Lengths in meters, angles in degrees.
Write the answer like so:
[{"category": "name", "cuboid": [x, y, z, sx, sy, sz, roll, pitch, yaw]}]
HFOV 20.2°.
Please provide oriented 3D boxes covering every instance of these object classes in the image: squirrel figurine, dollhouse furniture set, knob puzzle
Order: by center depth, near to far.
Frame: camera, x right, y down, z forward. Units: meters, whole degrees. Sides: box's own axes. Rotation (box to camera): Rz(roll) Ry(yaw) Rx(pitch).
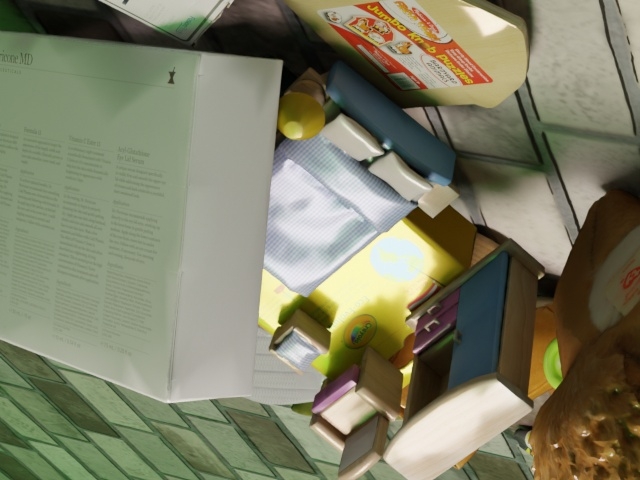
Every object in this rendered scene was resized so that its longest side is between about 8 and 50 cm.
[{"category": "knob puzzle", "cuboid": [0.090, -0.171, 1.452, 0.213, 0.030, 0.213, 19, 158, 8]}, {"category": "squirrel figurine", "cuboid": [0.381, 0.162, 1.482, 0.370, 0.397, 0.281, 37, 150, -14]}, {"category": "dollhouse furniture set", "cuboid": [0.002, 0.052, 1.548, 0.303, 0.198, 0.286, 40, 122, -17]}]

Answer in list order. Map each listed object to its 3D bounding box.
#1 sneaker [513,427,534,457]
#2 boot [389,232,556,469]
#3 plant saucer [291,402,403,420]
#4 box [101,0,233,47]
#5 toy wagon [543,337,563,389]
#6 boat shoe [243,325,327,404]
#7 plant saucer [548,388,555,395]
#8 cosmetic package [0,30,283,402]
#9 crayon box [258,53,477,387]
[{"category": "sneaker", "cuboid": [0.277, 0.264, 2.315, 0.035, 0.031, 0.083, 21, 159, 40]}, {"category": "boot", "cuboid": [0.197, 0.145, 1.837, 0.295, 0.211, 0.104, 33, 172, -21]}, {"category": "plant saucer", "cuboid": [0.084, 0.181, 2.151, 0.241, 0.037, 0.241, -1, -176, 0]}, {"category": "box", "cuboid": [-0.186, -0.274, 1.379, 0.290, 0.087, 0.169, 26, 158, -12]}, {"category": "toy wagon", "cuboid": [0.373, 0.179, 1.690, 0.267, 0.068, 0.344, 4, -144, -45]}, {"category": "boat shoe", "cuboid": [-0.003, 0.118, 2.089, 0.335, 0.119, 0.121, 6, 124, 29]}, {"category": "plant saucer", "cuboid": [0.337, 0.172, 2.027, 0.200, 0.037, 0.200, 18, 159, 7]}, {"category": "cosmetic package", "cuboid": [-0.190, -0.035, 1.585, 0.097, 0.284, 0.377, -2, -170, -38]}, {"category": "crayon box", "cuboid": [0.000, 0.000, 1.684, 0.318, 0.081, 0.202, 40, 122, -16]}]
